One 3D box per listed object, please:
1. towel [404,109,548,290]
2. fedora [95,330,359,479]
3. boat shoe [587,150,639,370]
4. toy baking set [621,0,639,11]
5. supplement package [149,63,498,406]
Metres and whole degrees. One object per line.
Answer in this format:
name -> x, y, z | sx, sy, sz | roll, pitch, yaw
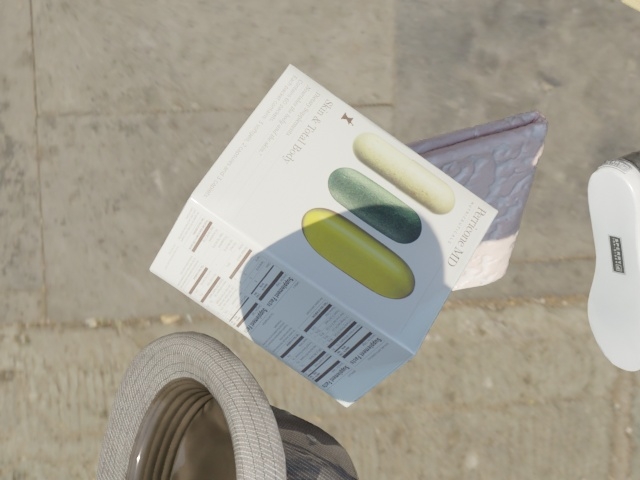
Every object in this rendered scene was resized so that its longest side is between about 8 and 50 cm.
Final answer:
towel -> 0.152, -0.021, 1.721 | 0.317, 0.053, 0.332 | -16, 144, -18
fedora -> -0.060, 0.196, 0.898 | 0.124, 0.275, 0.243 | 11, 92, -29
boat shoe -> 0.307, 0.017, 1.188 | 0.076, 0.080, 0.228 | -29, 119, -32
toy baking set -> 0.380, -0.308, 1.265 | 0.256, 0.030, 0.197 | 23, 137, -4
supplement package -> 0.000, 0.000, 1.278 | 0.263, 0.198, 0.199 | 35, 61, -3
